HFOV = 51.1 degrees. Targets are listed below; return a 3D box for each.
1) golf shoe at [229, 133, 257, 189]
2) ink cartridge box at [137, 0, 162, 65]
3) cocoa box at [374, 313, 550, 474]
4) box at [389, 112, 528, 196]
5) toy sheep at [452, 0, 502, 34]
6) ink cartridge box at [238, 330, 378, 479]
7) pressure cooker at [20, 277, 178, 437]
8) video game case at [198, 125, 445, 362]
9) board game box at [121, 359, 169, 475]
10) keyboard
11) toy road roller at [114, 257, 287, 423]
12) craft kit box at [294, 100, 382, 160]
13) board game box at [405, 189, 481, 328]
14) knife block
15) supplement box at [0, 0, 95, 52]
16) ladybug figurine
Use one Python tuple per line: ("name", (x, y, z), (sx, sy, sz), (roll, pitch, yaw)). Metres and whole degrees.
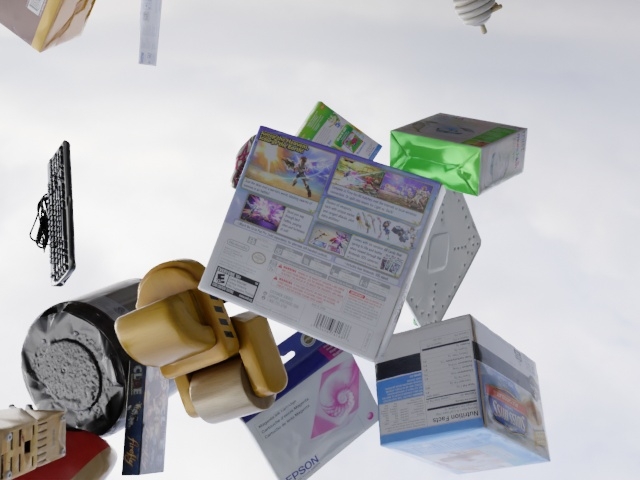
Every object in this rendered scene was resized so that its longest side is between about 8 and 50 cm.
("golf shoe", (-0.193, -0.204, 1.769), (0.086, 0.067, 0.186), (-1, -130, 42))
("ink cartridge box", (-0.384, -0.503, 1.510), (0.046, 0.207, 0.097), (3, -121, -16))
("cocoa box", (0.298, 0.336, 1.398), (0.231, 0.228, 0.347), (-21, 144, 30))
("box", (0.344, -0.220, 1.676), (0.262, 0.126, 0.231), (20, -147, 39))
("toy sheep", (0.313, -0.479, 1.350), (0.091, 0.132, 0.091), (-24, -160, 10))
("ink cartridge box", (-0.036, 0.409, 1.683), (0.324, 0.330, 0.071), (-34, -158, -20))
("pressure cooker", (-0.527, 0.296, 1.819), (0.375, 0.369, 0.420), (-27, 180, 25))
("video game case", (0.000, 0.000, 0.906), (0.270, 0.244, 0.061), (20, 179, 18))
("board game box", (-0.394, 0.404, 1.526), (0.042, 0.243, 0.165), (-2, 163, 6))
("keyboard", (-0.347, -0.030, 0.858), (0.038, 0.100, 0.192), (8, -124, -35))
("toy road roller", (-0.234, 0.195, 1.249), (0.202, 0.329, 0.240), (-23, 178, 26))
("craft kit box", (0.024, -0.261, 2.086), (0.247, 0.250, 0.061), (34, -177, -20))
("board game box", (0.326, 0.030, 1.958), (0.050, 0.390, 0.390), (12, -122, 39))
("knife block", (-0.612, 0.365, 1.236), (0.242, 0.088, 0.276), (-2, 176, 11))
("supplement box", (-0.495, -0.470, 1.150), (0.194, 0.191, 0.129), (37, -146, -5))
("ladybug figurine", (-0.635, 0.545, 1.453), (0.305, 0.162, 0.449), (-29, -177, 27))
